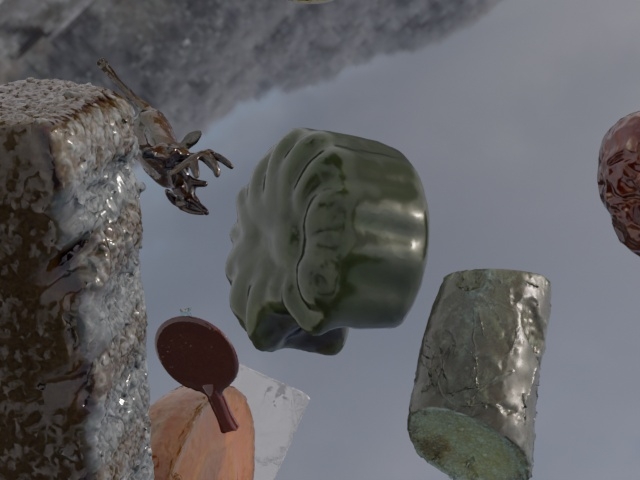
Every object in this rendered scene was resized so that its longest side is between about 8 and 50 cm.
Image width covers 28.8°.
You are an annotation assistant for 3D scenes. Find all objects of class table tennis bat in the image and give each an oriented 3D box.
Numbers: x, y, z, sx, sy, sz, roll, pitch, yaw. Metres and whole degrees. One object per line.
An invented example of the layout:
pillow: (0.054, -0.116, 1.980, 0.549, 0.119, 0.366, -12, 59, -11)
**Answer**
table tennis bat: (-0.126, 0.147, 1.367, 0.098, 0.154, 0.019, -9, -153, 26)

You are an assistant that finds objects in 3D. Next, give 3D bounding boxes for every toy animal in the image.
toy animal: (-0.197, -0.118, 1.578, 0.087, 0.260, 0.243, -48, 163, -2)

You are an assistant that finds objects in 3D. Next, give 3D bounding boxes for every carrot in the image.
carrot: (-0.159, 0.313, 1.522, 0.100, 0.258, 0.307, 8, -130, 24)

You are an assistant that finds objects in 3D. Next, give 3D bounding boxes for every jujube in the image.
jujube: (0.528, -0.088, 1.866, 0.213, 0.232, 0.213, -13, 174, -1)

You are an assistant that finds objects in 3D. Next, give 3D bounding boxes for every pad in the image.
pad: (-0.132, 0.349, 2.226, 0.004, 0.156, 0.232, -32, 146, -84)

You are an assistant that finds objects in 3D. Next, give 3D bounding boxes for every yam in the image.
yam: (0.186, 0.148, 1.451, 0.154, 0.154, 0.254, -25, -135, 53)

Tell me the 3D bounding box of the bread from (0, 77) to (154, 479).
bread: (-0.184, 0.099, 0.893, 0.113, 0.416, 0.165, 1, -161, 8)

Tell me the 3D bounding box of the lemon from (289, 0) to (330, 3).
lemon: (0.000, -0.465, 1.582, 0.336, 0.336, 0.336, -41, -166, 12)

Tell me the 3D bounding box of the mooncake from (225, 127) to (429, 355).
mooncake: (0.000, 0.000, 1.810, 0.351, 0.187, 0.351, -33, -128, 56)

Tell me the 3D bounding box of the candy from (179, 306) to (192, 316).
candy: (-0.224, 0.139, 2.048, 0.030, 0.020, 0.083, -10, -141, 0)
